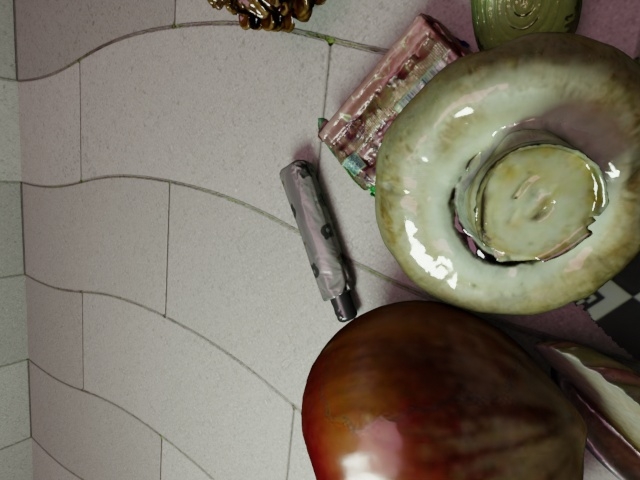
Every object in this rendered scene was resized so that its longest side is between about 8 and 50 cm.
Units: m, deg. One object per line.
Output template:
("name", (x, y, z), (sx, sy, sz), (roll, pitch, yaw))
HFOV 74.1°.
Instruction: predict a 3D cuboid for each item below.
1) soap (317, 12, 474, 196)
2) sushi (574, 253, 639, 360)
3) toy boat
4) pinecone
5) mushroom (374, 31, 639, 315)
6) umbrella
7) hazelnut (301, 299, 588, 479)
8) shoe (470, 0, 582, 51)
("soap", (0.139, -0.208, 0.703), (0.273, 0.098, 0.217), (-45, 70, 32))
("sushi", (0.475, 0.090, 0.378), (0.296, 0.373, 0.100), (-43, 110, 14))
("toy boat", (0.376, 0.214, 0.495), (0.111, 0.293, 0.276), (-38, 46, -1))
("pinecone", (-0.083, -0.486, 0.744), (0.244, 0.243, 0.257), (-22, 42, 36))
("mushroom", (0.239, -0.068, 0.531), (0.353, 0.260, 0.351), (5, 114, 11))
("umbrella", (0.000, 0.000, 0.851), (0.073, 0.067, 0.337), (-24, 83, 47))
("hazelnut", (0.157, 0.287, 0.591), (0.359, 0.359, 0.409), (-36, 78, 33))
("shoe", (0.274, -0.370, 0.570), (0.140, 0.128, 0.262), (-5, 122, 45))
